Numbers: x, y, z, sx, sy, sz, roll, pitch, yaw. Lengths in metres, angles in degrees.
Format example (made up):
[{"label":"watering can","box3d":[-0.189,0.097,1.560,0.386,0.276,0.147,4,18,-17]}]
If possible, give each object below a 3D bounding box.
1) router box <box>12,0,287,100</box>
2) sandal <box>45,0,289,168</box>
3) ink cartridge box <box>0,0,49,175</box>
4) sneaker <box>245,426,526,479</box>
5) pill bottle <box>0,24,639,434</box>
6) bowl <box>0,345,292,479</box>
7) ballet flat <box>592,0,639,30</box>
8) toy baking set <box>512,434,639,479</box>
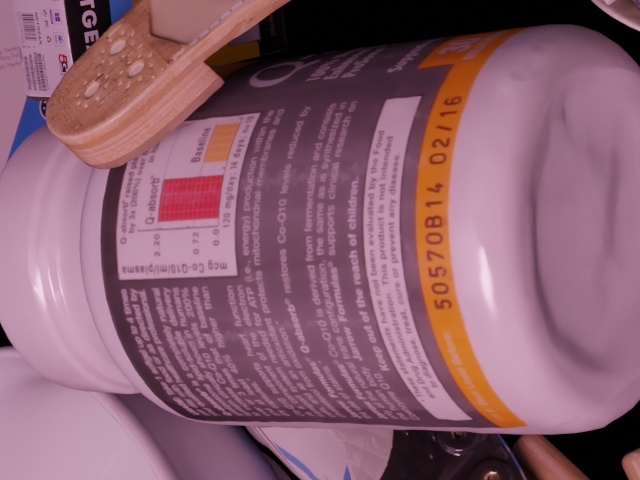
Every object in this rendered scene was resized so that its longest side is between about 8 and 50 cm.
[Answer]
[{"label":"router box","box3d":[-0.087,-0.165,0.881,0.046,0.133,0.179,8,110,45]},{"label":"sandal","box3d":[-0.035,-0.139,0.765,0.079,0.240,0.088,46,175,-38]},{"label":"ink cartridge box","box3d":[-0.208,-0.148,1.015,0.078,0.134,0.231,5,108,46]},{"label":"sneaker","box3d":[0.030,0.099,0.900,0.237,0.085,0.086,44,176,37]},{"label":"pill bottle","box3d":[0.000,0.000,0.803,0.278,0.162,0.162,-2,103,37]},{"label":"bowl","box3d":[-0.088,0.188,0.999,0.298,0.134,0.298,17,112,47]},{"label":"ballet flat","box3d":[0.104,-0.140,0.740,0.203,0.074,0.074,50,135,18]},{"label":"toy baking set","box3d":[0.142,0.212,0.865,0.256,0.030,0.197,61,142,14]}]
